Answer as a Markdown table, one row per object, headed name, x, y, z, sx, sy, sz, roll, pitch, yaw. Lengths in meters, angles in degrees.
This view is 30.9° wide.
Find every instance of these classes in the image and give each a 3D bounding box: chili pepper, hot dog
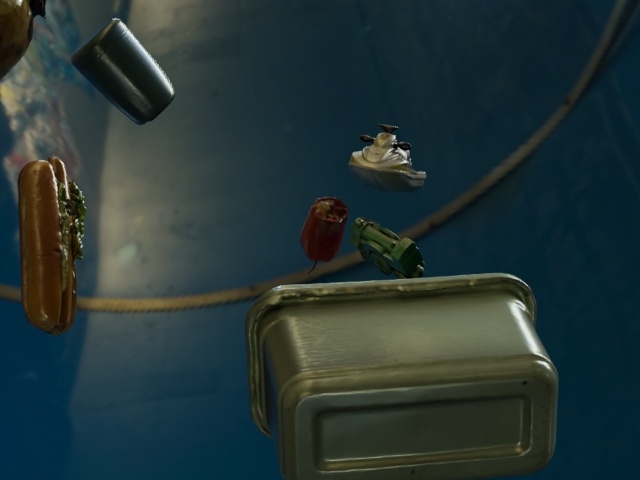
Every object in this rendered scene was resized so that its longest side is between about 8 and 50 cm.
| name | x | y | z | sx | sy | sz | roll | pitch | yaw |
| --- | --- | --- | --- | --- | --- | --- | --- | --- | --- |
| chili pepper | 0.000 | 0.000 | 2.362 | 0.086 | 0.192 | 0.084 | 14 | -141 | -6 |
| hot dog | -0.483 | 0.001 | 2.090 | 0.100 | 0.135 | 0.337 | -7 | -105 | 9 |

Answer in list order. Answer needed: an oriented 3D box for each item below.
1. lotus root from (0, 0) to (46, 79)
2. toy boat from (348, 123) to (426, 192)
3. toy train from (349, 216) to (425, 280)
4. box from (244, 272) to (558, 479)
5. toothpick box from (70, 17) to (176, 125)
| name | x | y | z | sx | sy | sz | roll | pitch | yaw |
| --- | --- | --- | --- | --- | --- | --- | --- | --- | --- |
| lotus root | -0.407 | -0.205 | 1.174 | 0.314 | 0.141 | 0.169 | -34 | -128 | -14 |
| toy boat | 0.144 | -0.165 | 2.449 | 0.140 | 0.269 | 0.141 | -3 | -103 | 13 |
| toy train | 0.126 | 0.017 | 2.228 | 0.071 | 0.104 | 0.178 | -46 | -133 | -12 |
| box | 0.085 | 0.150 | 1.163 | 0.312 | 0.175 | 0.182 | -3 | -161 | -5 |
| toothpick box | -0.355 | -0.305 | 2.122 | 0.120 | 0.184 | 0.120 | -37 | -161 | 16 |
